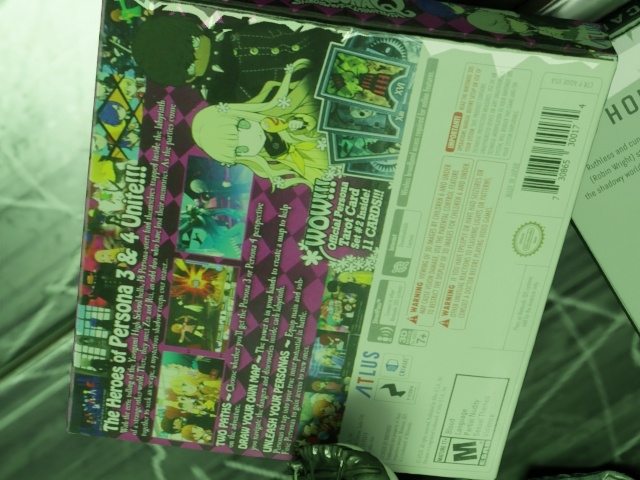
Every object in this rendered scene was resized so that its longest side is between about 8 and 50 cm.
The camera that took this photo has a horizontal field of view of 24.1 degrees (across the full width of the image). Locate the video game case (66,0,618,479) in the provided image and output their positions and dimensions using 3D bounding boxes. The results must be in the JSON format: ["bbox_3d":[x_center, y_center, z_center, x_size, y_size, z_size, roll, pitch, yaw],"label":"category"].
[{"bbox_3d":[0.000,0.000,0.664,0.210,0.042,0.232,6,123,-5],"label":"video game case"}]

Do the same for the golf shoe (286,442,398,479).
[{"bbox_3d":[0.032,0.143,0.712,0.094,0.077,0.198,-11,152,-11],"label":"golf shoe"}]

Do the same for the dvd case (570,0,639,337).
[{"bbox_3d":[0.215,-0.020,0.697,0.179,0.029,0.239,-30,113,10],"label":"dvd case"}]

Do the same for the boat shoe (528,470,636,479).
[{"bbox_3d":[0.183,0.169,0.761,0.183,0.065,0.083,6,116,-6],"label":"boat shoe"}]
